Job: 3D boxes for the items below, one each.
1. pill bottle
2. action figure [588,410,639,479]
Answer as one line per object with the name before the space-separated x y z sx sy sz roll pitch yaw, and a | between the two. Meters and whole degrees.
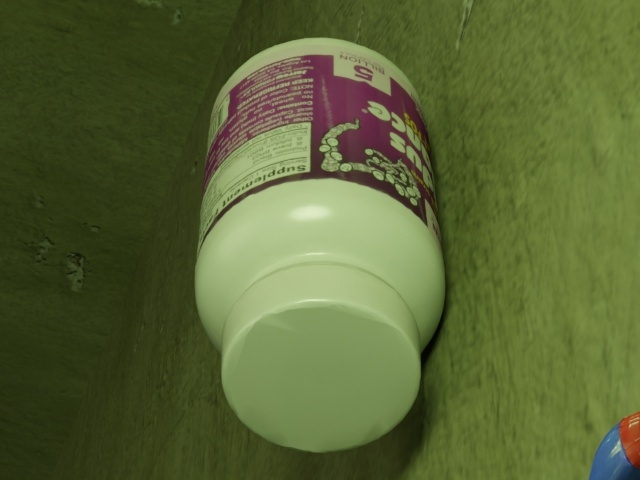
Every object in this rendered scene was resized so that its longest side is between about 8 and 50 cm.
pill bottle | 0.000 0.000 1.190 0.301 0.169 0.169 -91 22 -54
action figure | 0.100 0.168 0.701 0.280 0.091 0.139 125 168 -54
